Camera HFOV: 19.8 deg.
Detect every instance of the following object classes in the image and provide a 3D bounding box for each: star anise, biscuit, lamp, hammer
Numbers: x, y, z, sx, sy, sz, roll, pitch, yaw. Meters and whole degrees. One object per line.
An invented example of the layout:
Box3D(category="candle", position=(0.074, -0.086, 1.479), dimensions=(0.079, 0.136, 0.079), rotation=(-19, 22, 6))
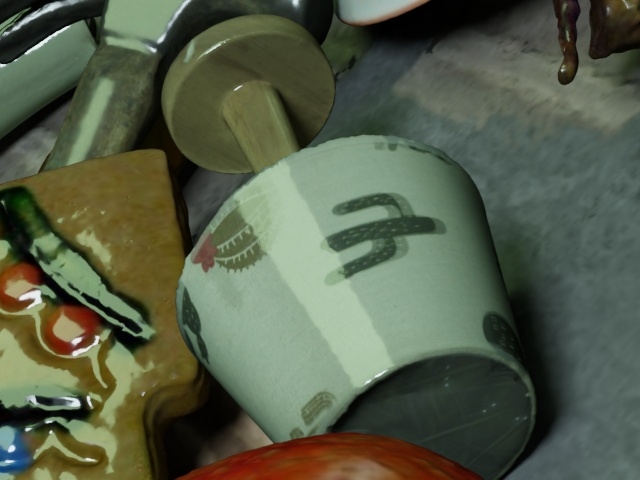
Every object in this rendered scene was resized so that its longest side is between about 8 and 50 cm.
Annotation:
Box3D(category="star anise", position=(0.127, -0.106, 0.712), dimensions=(0.097, 0.070, 0.191), rotation=(-10, 34, 29))
Box3D(category="biscuit", position=(-0.154, 0.079, 0.722), dimensions=(0.278, 0.043, 0.301), rotation=(21, 70, 30))
Box3D(category="lamp", position=(0.000, 0.000, 0.676), dimensions=(0.121, 0.121, 0.215), rotation=(-36, 44, 11))
Box3D(category="hammer", position=(-0.138, 0.052, 0.787), dimensions=(0.168, 0.044, 0.440), rotation=(10, 64, 23))

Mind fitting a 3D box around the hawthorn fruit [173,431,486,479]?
Box3D(category="hawthorn fruit", position=(0.011, 0.134, 0.482), dimensions=(0.188, 0.169, 0.169), rotation=(-12, 43, 35))

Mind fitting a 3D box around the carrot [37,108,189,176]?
Box3D(category="carrot", position=(-0.086, -0.054, 0.898), dimensions=(0.070, 0.070, 0.260), rotation=(5, 56, 51))

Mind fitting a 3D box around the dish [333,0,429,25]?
Box3D(category="dish", position=(0.077, -0.219, 0.842), dimensions=(0.260, 0.085, 0.260), rotation=(-40, 19, 16))

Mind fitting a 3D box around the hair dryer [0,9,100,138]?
Box3D(category="hair dryer", position=(-0.219, -0.023, 1.006), dimensions=(0.296, 0.119, 0.298), rotation=(-45, 47, -10))
